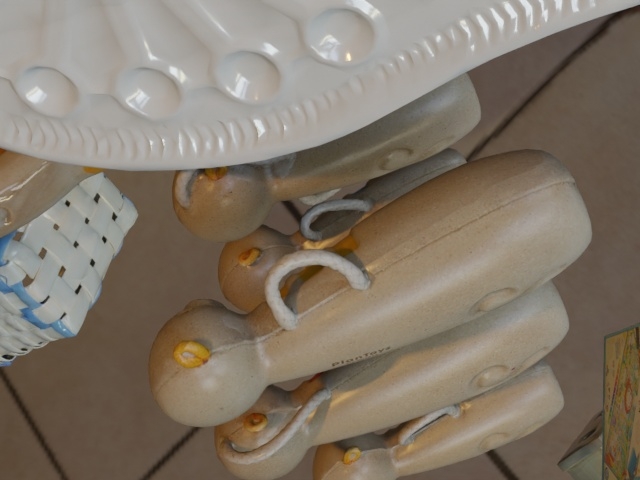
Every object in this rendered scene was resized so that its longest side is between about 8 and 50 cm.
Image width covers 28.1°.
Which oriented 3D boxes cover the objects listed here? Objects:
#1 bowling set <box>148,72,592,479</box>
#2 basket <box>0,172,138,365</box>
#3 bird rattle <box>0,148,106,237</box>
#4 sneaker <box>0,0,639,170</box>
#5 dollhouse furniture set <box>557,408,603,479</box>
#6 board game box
[{"bbox_3d":[0.000,0.000,0.548,0.154,0.287,0.200,-25,64,-3],"label":"bowling set"},{"bbox_3d":[-0.360,0.006,1.377,0.289,0.201,0.255,-14,42,36],"label":"basket"},{"bbox_3d":[-0.215,-0.066,0.723,0.253,0.143,0.207,-22,36,-13],"label":"bird rattle"},{"bbox_3d":[0.014,-0.160,0.435,0.322,0.130,0.236,-13,42,21],"label":"sneaker"},{"bbox_3d":[0.382,0.219,1.377,0.129,0.129,0.183,49,126,5],"label":"dollhouse furniture set"},{"bbox_3d":[0.307,0.157,1.218,0.103,0.026,0.154,141,137,-65],"label":"board game box"}]
